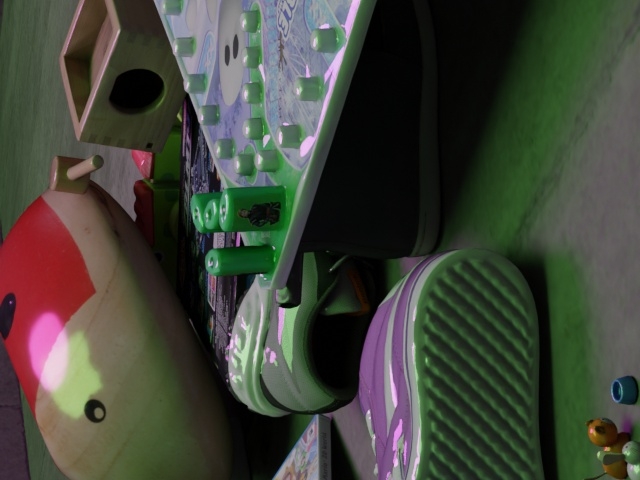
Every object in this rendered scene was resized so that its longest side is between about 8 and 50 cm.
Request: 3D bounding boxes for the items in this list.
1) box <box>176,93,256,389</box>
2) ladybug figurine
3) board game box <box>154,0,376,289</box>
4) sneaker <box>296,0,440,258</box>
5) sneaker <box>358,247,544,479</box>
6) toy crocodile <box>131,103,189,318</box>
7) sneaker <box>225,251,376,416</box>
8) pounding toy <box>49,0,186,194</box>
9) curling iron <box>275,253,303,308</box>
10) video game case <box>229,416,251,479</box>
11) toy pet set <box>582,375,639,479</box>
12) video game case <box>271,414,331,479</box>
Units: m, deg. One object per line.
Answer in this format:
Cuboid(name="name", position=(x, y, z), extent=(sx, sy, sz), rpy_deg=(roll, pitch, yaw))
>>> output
Cuboid(name="box", position=(-0.070, -0.051, 1.392), extent=(0.293, 0.073, 0.295), rpy_deg=(-135, 47, -71))
Cuboid(name="ladybug figurine", position=(-0.219, 0.103, 1.540), extent=(0.449, 0.162, 0.305), rpy_deg=(-133, 23, -62))
Cuboid(name="board game box", position=(-0.058, -0.234, 0.999), extent=(0.390, 0.050, 0.390), rpy_deg=(109, 150, -41))
Cuboid(name="sneaker", position=(0.013, -0.098, 1.066), extent=(0.083, 0.118, 0.222), rpy_deg=(145, 121, -69))
Cuboid(name="sneaker", position=(0.071, 0.149, 0.960), extent=(0.161, 0.102, 0.282), rpy_deg=(162, 117, -75))
Cuboid(name="toy crocodile", position=(-0.147, -0.084, 1.589), extent=(0.115, 0.105, 0.341), rpy_deg=(-133, 44, -64))
Cuboid(name="sneaker", position=(0.000, 0.000, 1.188), extent=(0.108, 0.100, 0.271), rpy_deg=(3, 90, 46))
Cuboid(name="pounding toy", position=(-0.177, -0.123, 1.436), extent=(0.206, 0.094, 0.181), rpy_deg=(-63, 32, 35))
Cuboid(name="curling iron", position=(-0.019, -0.085, 1.124), extent=(0.068, 0.035, 0.274), rpy_deg=(147, 132, -62))
Cuboid(name="video game case", position=(-0.108, 0.333, 1.634), extent=(0.285, 0.025, 0.204), rpy_deg=(116, 148, -56))
Cuboid(name="toy pet set", position=(0.143, 0.139, 0.767), extent=(0.122, 0.065, 0.114), rpy_deg=(-141, 52, -68))
Cuboid(name="video game case", position=(-0.024, 0.232, 1.252), extent=(0.119, 0.015, 0.166), rpy_deg=(-58, 18, 29))
